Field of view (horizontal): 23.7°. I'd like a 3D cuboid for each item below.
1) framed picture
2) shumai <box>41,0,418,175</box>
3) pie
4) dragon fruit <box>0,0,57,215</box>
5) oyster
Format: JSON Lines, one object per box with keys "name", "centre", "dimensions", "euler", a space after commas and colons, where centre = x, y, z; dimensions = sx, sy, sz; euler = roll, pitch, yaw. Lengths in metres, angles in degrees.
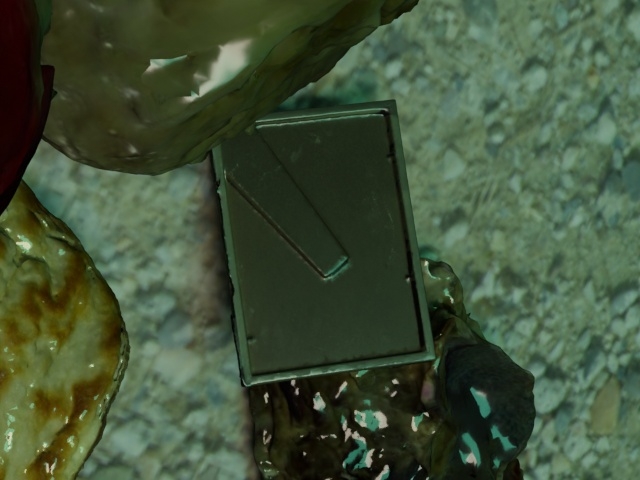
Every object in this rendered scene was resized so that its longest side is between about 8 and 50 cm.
{"name": "framed picture", "centre": [0.000, 0.000, 0.833], "dimensions": [0.109, 0.011, 0.149], "euler": [-6, 81, -13]}
{"name": "shumai", "centre": [0.021, -0.166, 0.692], "dimensions": [0.346, 0.283, 0.217], "euler": [-48, 123, -18]}
{"name": "pie", "centre": [-0.188, 0.057, 0.710], "dimensions": [0.179, 0.084, 0.205], "euler": [33, 67, -24]}
{"name": "dragon fruit", "centre": [-0.242, -0.069, 0.506], "dimensions": [0.329, 0.329, 0.329], "euler": [-11, 109, -34]}
{"name": "oyster", "centre": [0.069, 0.143, 0.937], "dimensions": [0.221, 0.096, 0.361], "euler": [-15, 114, -39]}
